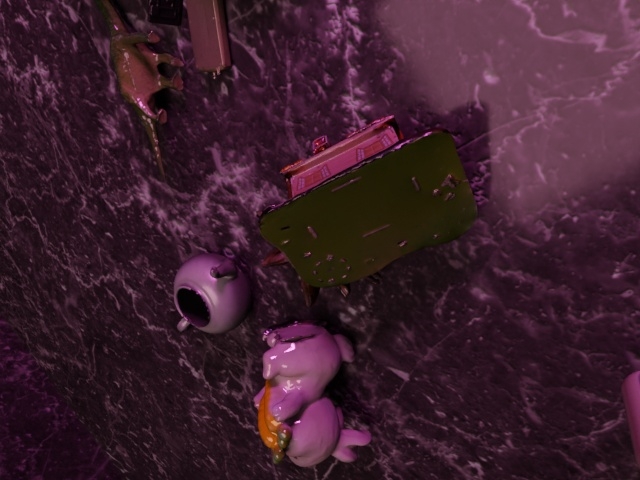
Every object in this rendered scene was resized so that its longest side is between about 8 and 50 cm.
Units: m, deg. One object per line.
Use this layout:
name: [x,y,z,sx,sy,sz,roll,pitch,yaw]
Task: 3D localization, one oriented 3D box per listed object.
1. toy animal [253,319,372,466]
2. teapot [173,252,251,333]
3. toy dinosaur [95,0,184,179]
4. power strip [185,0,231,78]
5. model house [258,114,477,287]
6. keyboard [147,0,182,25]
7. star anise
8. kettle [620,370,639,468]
toy animal: [-0.027,0.328,0.909,0.183,0.247,0.309,-8,93,52]
teapot: [-0.256,0.127,1.010,0.193,0.129,0.294,45,128,7]
toy dinosaur: [-0.415,-0.364,0.902,0.301,0.087,0.446,21,118,24]
power strip: [-0.202,-0.380,0.791,0.076,0.028,0.168,10,116,28]
model house: [0.067,-0.073,0.688,0.294,0.154,0.207,-24,132,15]
keyboard: [-0.265,-0.484,0.760,0.013,0.061,0.204,44,132,32]
star anise: [0.000,0.001,0.811,0.288,0.088,0.288,7,105,25]
kettle: [0.478,0.235,0.526,0.211,0.243,0.159,34,126,16]
